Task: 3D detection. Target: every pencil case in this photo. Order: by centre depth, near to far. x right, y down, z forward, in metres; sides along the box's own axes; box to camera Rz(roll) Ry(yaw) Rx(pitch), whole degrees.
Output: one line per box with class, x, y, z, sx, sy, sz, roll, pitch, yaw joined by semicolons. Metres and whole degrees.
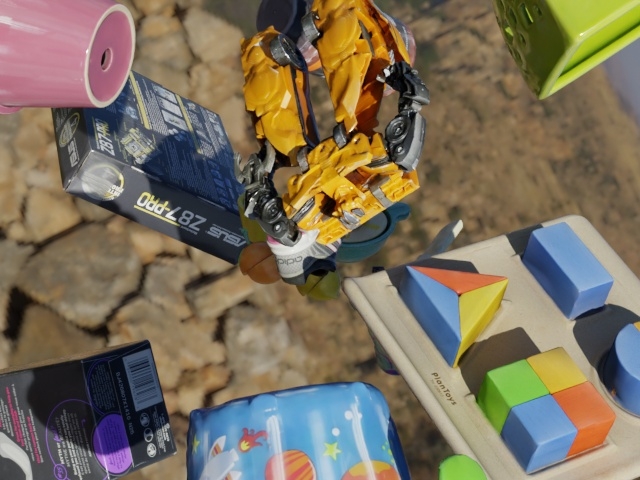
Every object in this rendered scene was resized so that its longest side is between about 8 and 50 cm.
pencil case;0.081;0.100;1.615;0.152;0.070;0.064;67;40;-50

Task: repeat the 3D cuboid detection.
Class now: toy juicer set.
toy juicer set;0.038;-0.001;1.893;0.209;0.329;0.089;-82;174;-57

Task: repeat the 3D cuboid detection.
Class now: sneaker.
sneaker;0.000;0.000;1.549;0.170;0.063;0.075;-34;126;-49

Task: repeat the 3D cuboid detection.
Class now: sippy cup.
sippy cup;-0.014;0.236;1.104;0.240;0.305;0.224;69;11;-79

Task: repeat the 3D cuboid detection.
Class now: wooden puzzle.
wooden puzzle;0.239;0.101;1.372;0.322;0.347;0.080;55;-36;35

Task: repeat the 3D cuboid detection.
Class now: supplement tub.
supplement tub;0.016;-0.245;1.633;0.198;0.106;0.106;16;48;-42

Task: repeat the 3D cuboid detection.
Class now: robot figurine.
robot figurine;0.012;-0.121;1.284;0.085;0.211;0.291;36;31;-42

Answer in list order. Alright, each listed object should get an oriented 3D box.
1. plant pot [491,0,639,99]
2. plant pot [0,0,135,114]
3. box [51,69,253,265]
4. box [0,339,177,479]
plant pot;0.302;-0.329;1.558;0.207;0.227;0.228;56;-8;7
plant pot;-0.334;-0.244;1.650;0.201;0.180;0.201;14;90;-75
box;-0.279;-0.150;2.220;0.318;0.097;0.395;27;22;-30
box;-0.351;0.241;1.799;0.143;0.270;0.165;-13;91;-58
